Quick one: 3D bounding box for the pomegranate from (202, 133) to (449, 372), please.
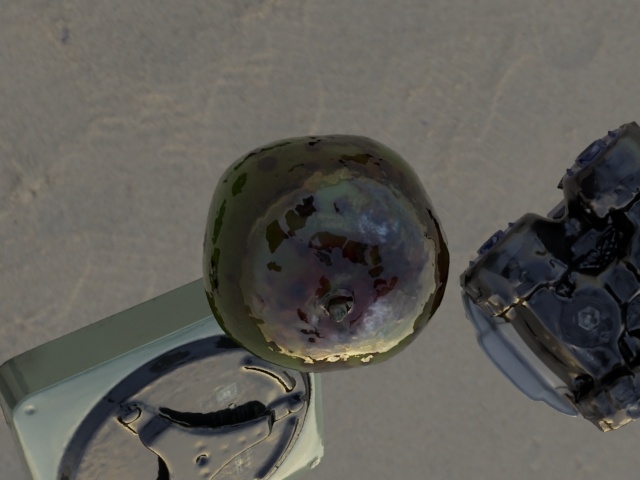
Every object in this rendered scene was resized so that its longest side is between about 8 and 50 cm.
[{"bbox_3d":[0.003,0.007,0.704,0.148,0.169,0.149,0,94,7],"label":"pomegranate"}]

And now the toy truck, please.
[{"bbox_3d":[0.206,0.018,0.888,0.213,0.177,0.161,-43,95,4],"label":"toy truck"}]

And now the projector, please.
[{"bbox_3d":[-0.117,0.157,1.012,0.259,0.079,0.257,-24,137,-20],"label":"projector"}]
